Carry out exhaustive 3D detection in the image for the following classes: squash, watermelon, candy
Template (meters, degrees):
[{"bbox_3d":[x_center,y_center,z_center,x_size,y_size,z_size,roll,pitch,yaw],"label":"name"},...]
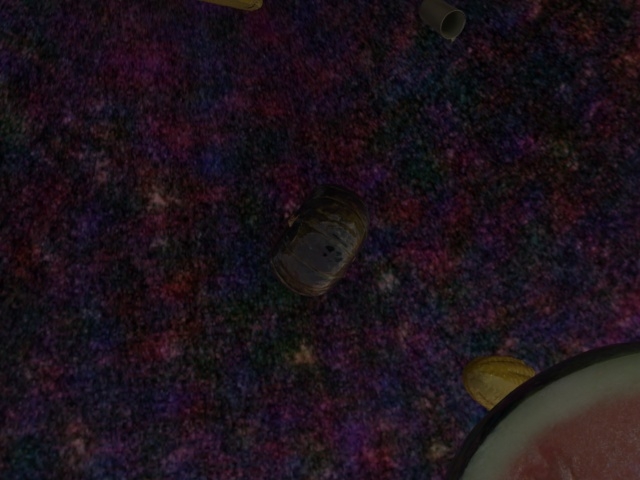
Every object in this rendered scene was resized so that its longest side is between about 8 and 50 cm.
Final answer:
[{"bbox_3d":[0.000,0.000,1.486,0.165,0.252,0.252,33,118,0],"label":"squash"},{"bbox_3d":[0.257,0.245,0.697,0.283,0.292,0.251,-32,128,-20],"label":"watermelon"},{"bbox_3d":[0.307,0.248,1.218,0.198,0.094,0.106,25,79,-49],"label":"candy"}]

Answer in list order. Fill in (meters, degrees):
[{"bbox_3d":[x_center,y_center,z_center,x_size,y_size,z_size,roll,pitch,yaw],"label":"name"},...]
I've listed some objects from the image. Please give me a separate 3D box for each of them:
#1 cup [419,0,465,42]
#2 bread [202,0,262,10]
[{"bbox_3d":[0.230,-0.412,1.306,0.074,0.083,0.055,20,115,-41],"label":"cup"},{"bbox_3d":[-0.173,-0.446,1.191,0.049,0.226,0.088,-1,100,29],"label":"bread"}]
